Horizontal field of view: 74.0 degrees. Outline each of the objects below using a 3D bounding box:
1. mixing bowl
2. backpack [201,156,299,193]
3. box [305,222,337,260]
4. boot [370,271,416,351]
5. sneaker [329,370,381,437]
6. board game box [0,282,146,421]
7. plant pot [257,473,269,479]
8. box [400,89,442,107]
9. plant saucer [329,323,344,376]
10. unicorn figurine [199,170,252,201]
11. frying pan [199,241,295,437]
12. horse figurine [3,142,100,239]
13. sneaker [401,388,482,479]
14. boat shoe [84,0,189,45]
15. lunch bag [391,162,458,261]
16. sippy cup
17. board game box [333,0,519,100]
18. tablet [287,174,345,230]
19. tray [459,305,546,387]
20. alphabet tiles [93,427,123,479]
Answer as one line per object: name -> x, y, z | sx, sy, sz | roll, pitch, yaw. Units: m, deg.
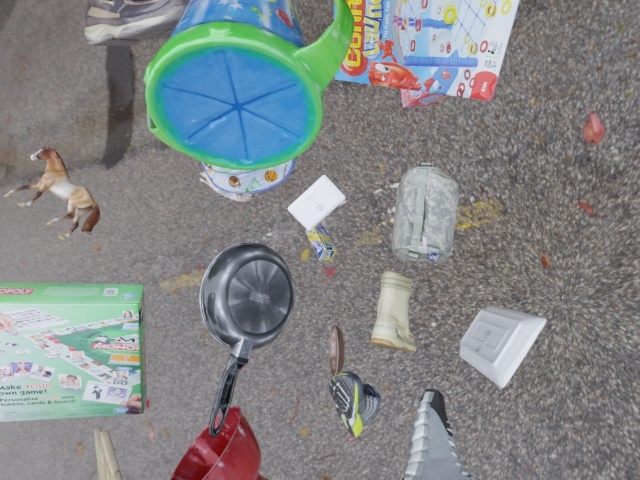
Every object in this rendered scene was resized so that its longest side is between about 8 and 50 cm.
mixing bowl -> -0.170, 0.398, 0.748 | 0.181, 0.181, 0.098 | -42, 101, 19
backpack -> -0.162, -0.239, 0.942 | 0.276, 0.213, 0.263 | -7, 116, 14
box -> 0.000, 0.000, 1.646 | 0.059, 0.054, 0.169 | -63, 39, 34
boot -> 0.217, 0.202, 1.187 | 0.095, 0.262, 0.204 | 1, 74, 29
sneaker -> 0.105, 0.437, 1.186 | 0.121, 0.300, 0.111 | -31, 52, -19
board game box -> -0.408, 0.156, 0.574 | 0.046, 0.317, 0.214 | -114, 31, -59
plant pot -> -0.133, 0.584, 0.845 | 0.191, 0.174, 0.191 | -37, 24, 19
box -> 0.442, -0.630, 1.712 | 0.257, 0.128, 0.123 | -179, 83, -70
plant saucer -> 0.055, 0.363, 1.403 | 0.029, 0.168, 0.169 | 2, 83, -7
unicorn figurine -> -0.267, -0.148, 1.207 | 0.111, 0.162, 0.060 | 30, 105, 22
frying pan -> -0.150, 0.149, 0.736 | 0.053, 0.197, 0.326 | -7, 44, 49
horse figurine -> -0.702, -0.118, 1.152 | 0.263, 0.174, 0.066 | 39, 147, -8
sneaker -> 0.194, 0.325, 0.611 | 0.132, 0.229, 0.086 | 5, 125, 22
boat shoe -> -0.388, -0.482, 0.873 | 0.355, 0.132, 0.130 | 11, 116, 33
lunch bag -> 0.343, -0.076, 1.417 | 0.212, 0.256, 0.305 | 5, 81, 21
sippy cup -> -0.114, -0.261, 0.618 | 0.305, 0.240, 0.224 | 1, 61, -5
board game box -> 0.177, -0.415, 0.719 | 0.301, 0.308, 0.086 | 13, 49, 16
tablet -> -0.006, -0.060, 0.692 | 0.083, 0.006, 0.054 | -41, 105, 11
tray -> 0.350, 0.198, 0.867 | 0.030, 0.270, 0.145 | 32, 88, 4
alphabet tiles -> -0.215, 0.396, 0.479 | 0.285, 0.011, 0.343 | 37, 126, 44
